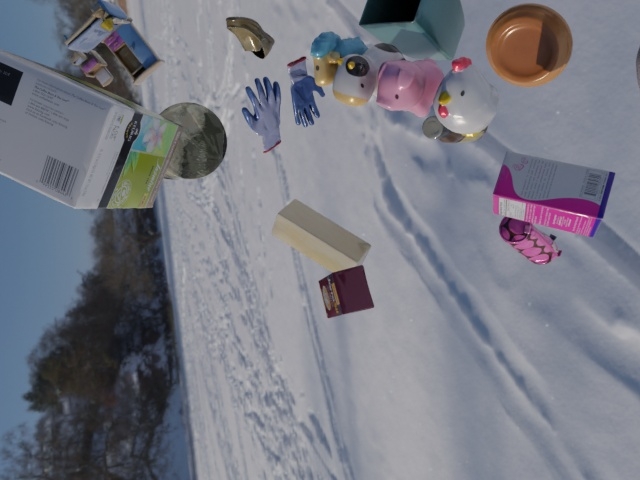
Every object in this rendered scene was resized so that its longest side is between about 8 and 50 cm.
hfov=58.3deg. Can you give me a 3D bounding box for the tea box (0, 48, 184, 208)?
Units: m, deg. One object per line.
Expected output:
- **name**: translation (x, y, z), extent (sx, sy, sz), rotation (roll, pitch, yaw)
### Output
- **tea box**: translation (-0.527, -0.227, 1.216), extent (0.219, 0.329, 0.323), rotation (-66, -9, 8)

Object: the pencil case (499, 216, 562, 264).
- **pencil case**: translation (0.569, -0.003, 1.552), extent (0.098, 0.209, 0.095), rotation (24, 90, 47)

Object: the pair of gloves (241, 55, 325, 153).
- **pair of gloves**: translation (-0.070, -0.276, 1.153), extent (0.023, 0.198, 0.159), rotation (34, 151, 36)

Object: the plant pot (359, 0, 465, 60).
- **plant pot**: translation (0.248, -0.548, 1.420), extent (0.166, 0.234, 0.165), rotation (16, 85, 43)

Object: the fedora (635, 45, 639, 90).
- **fedora**: translation (0.815, -0.427, 1.331), extent (0.124, 0.244, 0.275), rotation (12, 135, 39)

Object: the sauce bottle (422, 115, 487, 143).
- **sauce bottle**: translation (0.433, -0.369, 1.850), extent (0.111, 0.344, 0.111), rotation (7, 103, 34)

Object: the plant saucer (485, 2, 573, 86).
- **plant saucer**: translation (0.482, -0.449, 1.343), extent (0.200, 0.037, 0.200), rotation (24, 139, 22)

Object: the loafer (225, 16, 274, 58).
- **loafer**: translation (-0.145, -0.423, 1.199), extent (0.056, 0.148, 0.050), rotation (9, 90, 30)

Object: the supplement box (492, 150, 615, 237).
- **supplement box**: translation (0.494, -0.100, 1.235), extent (0.111, 0.220, 0.114), rotation (-68, -21, -14)

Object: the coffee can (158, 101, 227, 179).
- **coffee can**: translation (-0.396, -0.272, 1.615), extent (0.275, 0.202, 0.201), rotation (-166, 70, -65)

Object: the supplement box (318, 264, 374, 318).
- **supplement box**: translation (0.058, 0.129, 1.399), extent (0.188, 0.081, 0.104), rotation (135, 122, -76)

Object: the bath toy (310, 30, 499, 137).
- **bath toy**: translation (0.135, -0.275, 0.977), extent (0.348, 0.151, 0.129), rotation (30, 162, 39)

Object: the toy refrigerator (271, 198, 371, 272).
- **toy refrigerator**: translation (0.000, 0.000, 1.668), extent (0.270, 0.102, 0.094), rotation (32, 130, 10)

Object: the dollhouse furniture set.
- **dollhouse furniture set**: translation (-0.734, -0.633, 1.970), extent (0.198, 0.286, 0.303), rotation (53, -167, -6)
